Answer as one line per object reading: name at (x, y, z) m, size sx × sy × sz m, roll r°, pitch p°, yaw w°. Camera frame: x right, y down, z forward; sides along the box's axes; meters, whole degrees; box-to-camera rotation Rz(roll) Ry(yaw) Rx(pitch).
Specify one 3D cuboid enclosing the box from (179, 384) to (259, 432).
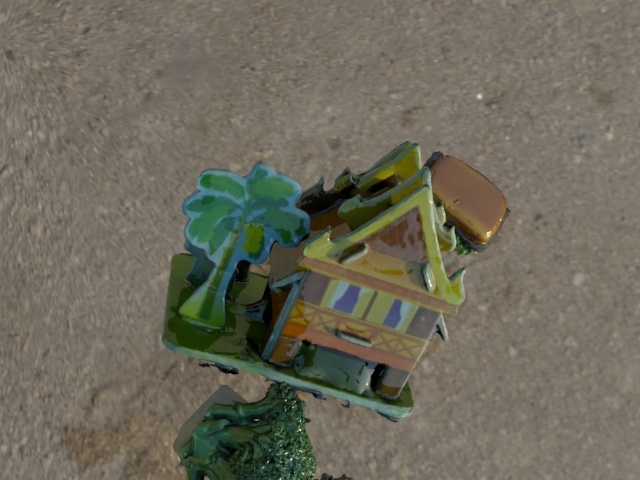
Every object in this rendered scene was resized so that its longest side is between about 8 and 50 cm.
box at (-0.153, 0.283, 1.510) m, size 0.089 × 0.062 × 0.122 m, roll 36°, pitch 66°, yaw 21°

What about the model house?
model house at (0.000, 0.000, 1.230) m, size 0.358 × 0.242 × 0.312 m, roll 18°, pitch 113°, yaw -12°

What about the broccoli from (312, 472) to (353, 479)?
broccoli at (0.095, 0.511, 1.335) m, size 0.397 × 0.353 × 0.274 m, roll 33°, pitch 96°, yaw 2°

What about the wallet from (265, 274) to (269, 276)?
wallet at (-0.051, 0.082, 1.551) m, size 0.071 × 0.262 × 0.221 m, roll 59°, pitch 36°, yaw -2°

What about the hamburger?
hamburger at (0.209, -0.053, 1.580) m, size 0.166 × 0.087 × 0.137 m, roll 40°, pitch 55°, yaw -3°

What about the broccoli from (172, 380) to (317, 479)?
broccoli at (-0.078, 0.249, 1.076) m, size 0.156 × 0.195 × 0.195 m, roll 45°, pitch 85°, yaw -7°
